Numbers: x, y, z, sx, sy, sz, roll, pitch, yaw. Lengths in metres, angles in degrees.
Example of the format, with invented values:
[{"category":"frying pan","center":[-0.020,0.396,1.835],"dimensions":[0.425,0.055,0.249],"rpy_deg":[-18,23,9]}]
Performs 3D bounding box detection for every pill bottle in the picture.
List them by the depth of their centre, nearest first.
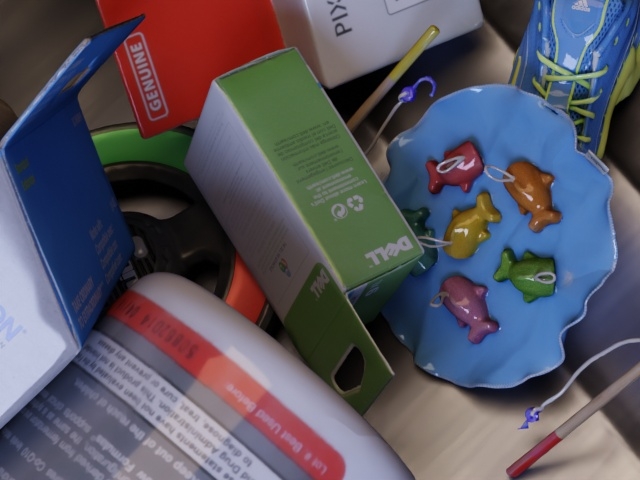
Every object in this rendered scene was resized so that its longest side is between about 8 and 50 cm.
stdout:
[{"category":"pill bottle","center":[-0.132,0.212,0.836],"dimensions":[0.210,0.210,0.363],"rpy_deg":[36,77,26]}]

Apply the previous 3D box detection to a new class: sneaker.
[{"category":"sneaker","center":[0.142,-0.091,0.972],"dimensions":[0.091,0.126,0.240],"rpy_deg":[15,68,20]}]

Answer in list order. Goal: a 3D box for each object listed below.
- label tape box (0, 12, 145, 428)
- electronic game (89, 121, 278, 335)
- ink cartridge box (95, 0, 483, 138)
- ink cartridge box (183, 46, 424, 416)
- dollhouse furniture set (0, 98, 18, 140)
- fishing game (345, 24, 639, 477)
[{"category":"label tape box","center":[-0.189,0.034,0.861],"dimensions":[0.334,0.240,0.106],"rpy_deg":[-44,98,8]},{"category":"electronic game","center":[-0.133,0.022,1.026],"dimensions":[0.229,0.048,0.229],"rpy_deg":[-6,62,11]},{"category":"ink cartridge box","center":[-0.038,-0.226,0.981],"dimensions":[0.239,0.275,0.060],"rpy_deg":[-25,21,-21]},{"category":"ink cartridge box","center":[0.000,0.000,0.945],"dimensions":[0.062,0.109,0.209],"rpy_deg":[-25,74,-25]},{"category":"dollhouse furniture set","center":[-0.294,-0.182,1.097],"dimensions":[0.394,0.256,0.362],"rpy_deg":[-48,54,9]},{"category":"fishing game","center":[0.094,-0.002,0.935],"dimensions":[0.189,0.041,0.264],"rpy_deg":[-44,62,31]}]
